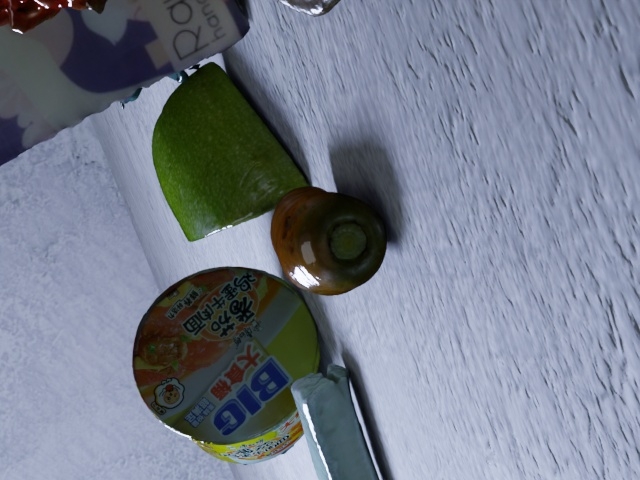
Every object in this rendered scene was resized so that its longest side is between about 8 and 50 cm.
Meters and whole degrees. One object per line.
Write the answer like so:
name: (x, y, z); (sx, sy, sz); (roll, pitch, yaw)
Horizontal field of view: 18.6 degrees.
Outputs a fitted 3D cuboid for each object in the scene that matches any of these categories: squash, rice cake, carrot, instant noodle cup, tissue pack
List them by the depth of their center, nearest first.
carrot: (0.000, 0.000, 1.580); (0.193, 0.087, 0.087); (-168, 58, -78)
tissue pack: (-0.263, -0.213, 1.751); (0.242, 0.343, 0.125); (62, 172, -13)
squash: (-0.086, -0.032, 1.928); (0.289, 0.111, 0.203); (-125, 15, -51)
rice cake: (0.046, 0.285, 1.990); (0.066, 0.063, 0.336); (-135, 26, -67)
instant noodle cup: (-0.088, 0.143, 2.109); (0.153, 0.205, 0.205); (66, 179, -66)

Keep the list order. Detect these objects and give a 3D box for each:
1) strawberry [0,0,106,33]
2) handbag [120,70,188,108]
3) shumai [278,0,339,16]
strawberry: (-0.191, -0.345, 1.473); (0.292, 0.292, 0.343); (-122, 32, -49)
handbag: (-0.213, -0.311, 1.974); (0.274, 0.100, 0.269); (-103, -9, -52)
shumai: (-0.060, -0.236, 1.303); (0.201, 0.120, 0.201); (161, 90, -78)
